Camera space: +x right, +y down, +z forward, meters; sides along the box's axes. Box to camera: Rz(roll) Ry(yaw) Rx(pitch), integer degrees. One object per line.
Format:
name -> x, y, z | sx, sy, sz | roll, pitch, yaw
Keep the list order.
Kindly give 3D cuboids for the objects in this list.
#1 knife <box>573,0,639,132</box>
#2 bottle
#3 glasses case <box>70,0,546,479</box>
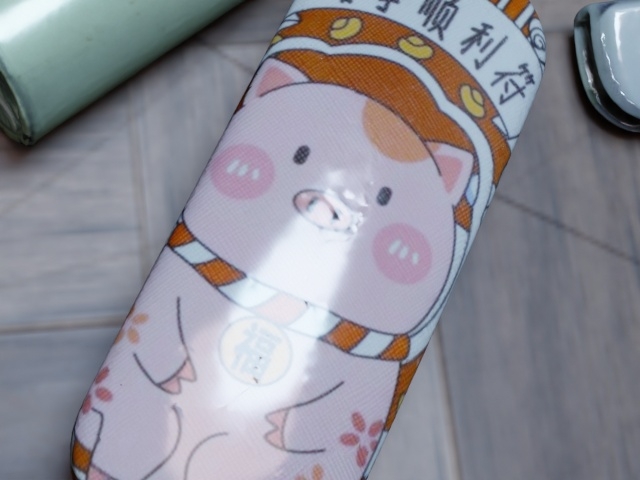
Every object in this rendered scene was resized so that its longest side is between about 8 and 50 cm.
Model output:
knife -> 0.238, -0.082, 0.655 | 0.266, 0.040, 0.073 | -5, 83, -13
bottle -> -0.052, -0.120, 0.590 | 0.201, 0.072, 0.072 | -37, 83, -20
glasses case -> 0.000, 0.000, 0.565 | 0.103, 0.067, 0.266 | 26, 70, -4
